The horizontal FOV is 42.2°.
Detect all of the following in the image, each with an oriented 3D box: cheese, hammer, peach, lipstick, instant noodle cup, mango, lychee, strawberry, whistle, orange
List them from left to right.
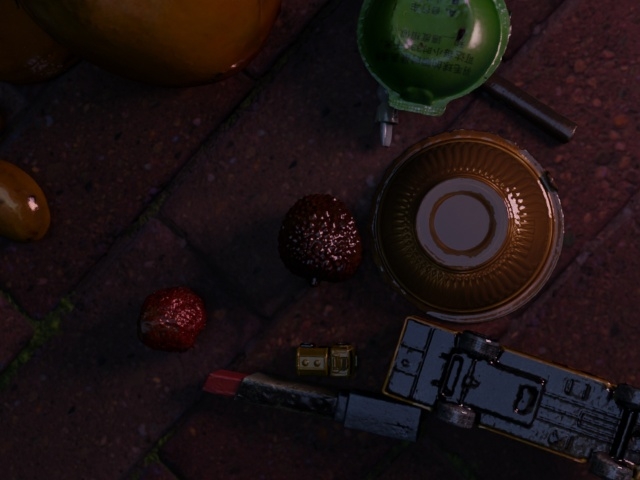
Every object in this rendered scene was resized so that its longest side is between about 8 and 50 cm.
[{"bbox_3d":[-0.487,-0.065,1.238,0.178,0.090,0.115,16,101,7],"label":"mango"},{"bbox_3d":[-0.481,-0.391,1.245,0.274,0.274,0.310,-33,114,8],"label":"orange"},{"bbox_3d":[-0.220,-0.355,1.074,0.373,0.290,0.372,-2,121,-4],"label":"peach"},{"bbox_3d":[-0.214,0.112,1.181,0.106,0.106,0.106,0,89,10],"label":"strawberry"},{"bbox_3d":[-0.013,0.221,1.165,0.312,0.051,0.051,10,92,12],"label":"lipstick"},{"bbox_3d":[-0.003,-0.001,1.132,0.123,0.123,0.129,-15,81,10],"label":"lychee"},{"bbox_3d":[0.093,-0.181,1.161,0.035,0.035,0.100,3,90,10],"label":"whistle"},{"bbox_3d":[0.160,-0.323,1.108,0.204,0.083,0.320,12,84,8],"label":"cheese"},{"bbox_3d":[0.192,-0.023,1.112,0.274,0.091,0.274,0,88,11],"label":"instant noodle cup"},{"bbox_3d":[0.223,-0.225,1.144,0.297,0.027,0.125,34,94,9],"label":"hammer"}]

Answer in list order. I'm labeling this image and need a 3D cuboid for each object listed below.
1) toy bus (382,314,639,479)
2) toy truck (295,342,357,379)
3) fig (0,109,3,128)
[{"bbox_3d":[0.257,0.199,1.078,0.336,0.123,0.121,18,90,10],"label":"toy bus"},{"bbox_3d":[0.009,0.168,1.158,0.083,0.054,0.049,0,88,10],"label":"toy truck"},{"bbox_3d":[-0.526,-0.185,1.243,0.082,0.098,0.084,-27,96,7],"label":"fig"}]
